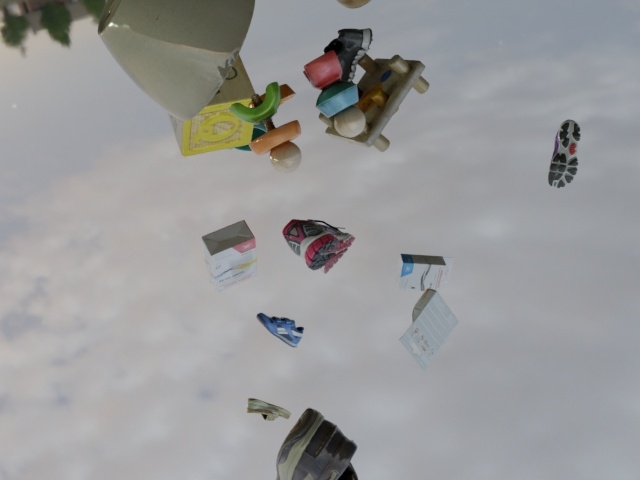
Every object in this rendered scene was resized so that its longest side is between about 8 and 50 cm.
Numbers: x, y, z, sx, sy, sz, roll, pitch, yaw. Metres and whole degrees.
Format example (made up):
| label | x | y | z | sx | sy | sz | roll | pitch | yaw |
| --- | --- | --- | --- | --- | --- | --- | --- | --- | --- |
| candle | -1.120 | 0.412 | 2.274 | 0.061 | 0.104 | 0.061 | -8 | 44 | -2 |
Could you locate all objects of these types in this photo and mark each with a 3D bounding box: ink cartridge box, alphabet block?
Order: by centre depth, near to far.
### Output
| label | x | y | z | sx | sy | sz | roll | pitch | yaw |
| --- | --- | --- | --- | --- | --- | --- | --- | --- | --- |
| ink cartridge box | -0.217 | 0.051 | 1.949 | 0.115 | 0.198 | 0.067 | -23 | -122 | -17 |
| alphabet block | -0.281 | -0.354 | 2.012 | 0.192 | 0.193 | 0.197 | -15 | -116 | -18 |
| ink cartridge box | 0.293 | 0.246 | 2.225 | 0.179 | 0.145 | 0.045 | -49 | -148 | -17 |
| ink cartridge box | 0.341 | 0.105 | 2.592 | 0.180 | 0.104 | 0.060 | 3 | -152 | -7 |

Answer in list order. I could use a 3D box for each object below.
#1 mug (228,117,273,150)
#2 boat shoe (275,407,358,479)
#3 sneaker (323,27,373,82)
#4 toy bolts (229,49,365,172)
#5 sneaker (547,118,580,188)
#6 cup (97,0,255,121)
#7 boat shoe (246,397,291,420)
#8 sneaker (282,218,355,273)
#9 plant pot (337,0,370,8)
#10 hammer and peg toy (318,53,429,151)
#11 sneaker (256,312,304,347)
| label | x | y | z | sx | sy | sz | roll | pitch | yaw |
| --- | --- | --- | --- | --- | --- | --- | --- | --- | --- |
| mug | -0.206 | -0.314 | 2.182 | 0.157 | 0.129 | 0.097 | -4 | -115 | 12 |
| boat shoe | -0.009 | 0.433 | 1.420 | 0.130 | 0.355 | 0.132 | 28 | -125 | 15 |
| sneaker | 0.050 | -0.481 | 2.137 | 0.106 | 0.234 | 0.078 | 7 | -123 | -18 |
| toy bolts | -0.028 | -0.235 | 1.535 | 0.228 | 0.158 | 0.218 | -28 | -175 | 6 |
| sneaker | 0.600 | -0.212 | 1.980 | 0.068 | 0.170 | 0.071 | 12 | -173 | 3 |
| cup | -0.325 | -0.451 | 1.696 | 0.237 | 0.331 | 0.331 | 24 | -178 | -29 |
| boat shoe | -0.141 | 0.460 | 2.154 | 0.050 | 0.135 | 0.045 | -16 | -126 | 58 |
| sneaker | 0.000 | 0.000 | 1.940 | 0.121 | 0.112 | 0.299 | -50 | 166 | 3 |
| plant pot | 0.080 | -0.652 | 1.834 | 0.032 | 0.236 | 0.236 | 1 | -172 | -37 |
| hammer and peg toy | 0.117 | -0.383 | 2.142 | 0.266 | 0.127 | 0.361 | -55 | -153 | -2 |
| sneaker | -0.100 | 0.212 | 2.014 | 0.059 | 0.144 | 0.053 | -54 | -149 | -1 |
